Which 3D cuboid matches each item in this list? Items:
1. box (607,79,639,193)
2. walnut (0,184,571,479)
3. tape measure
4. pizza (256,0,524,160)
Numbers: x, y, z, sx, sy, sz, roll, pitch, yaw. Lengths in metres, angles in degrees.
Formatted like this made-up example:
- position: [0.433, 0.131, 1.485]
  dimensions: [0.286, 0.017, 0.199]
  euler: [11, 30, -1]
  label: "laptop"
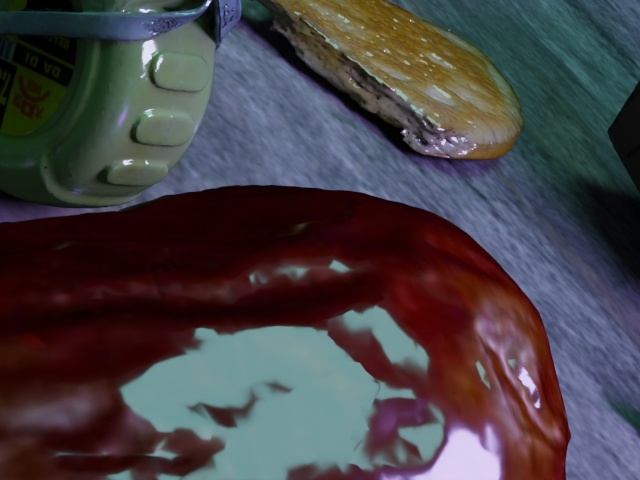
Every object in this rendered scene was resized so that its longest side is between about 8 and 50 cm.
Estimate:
- position: [0.402, -0.071, 1.083]
  dimensions: [0.297, 0.190, 0.225]
  euler: [-13, 62, -20]
  label: "box"
- position: [-0.064, 0.083, 0.496]
  dimensions: [0.269, 0.222, 0.244]
  euler: [7, 8, -30]
  label: "walnut"
- position: [-0.116, -0.093, 0.734]
  dimensions: [0.177, 0.154, 0.087]
  euler: [20, 10, 41]
  label: "tape measure"
- position: [0.037, -0.132, 1.080]
  dimensions: [0.262, 0.034, 0.181]
  euler: [26, 30, -18]
  label: "pizza"
